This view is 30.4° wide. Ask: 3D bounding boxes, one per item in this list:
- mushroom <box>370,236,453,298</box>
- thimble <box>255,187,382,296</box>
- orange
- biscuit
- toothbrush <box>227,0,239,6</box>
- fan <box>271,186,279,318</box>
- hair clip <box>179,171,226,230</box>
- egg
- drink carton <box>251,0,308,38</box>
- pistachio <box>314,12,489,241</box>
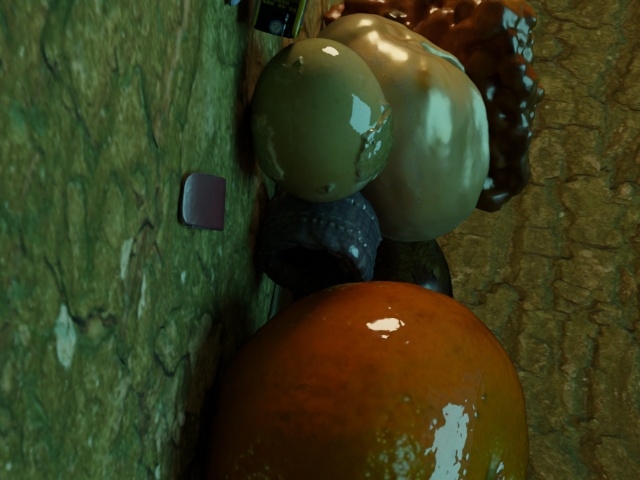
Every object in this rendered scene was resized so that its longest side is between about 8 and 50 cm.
[{"bbox_3d":[0.074,0.115,1.707,0.239,0.345,0.345,34,54,-29],"label":"mushroom"},{"bbox_3d":[-0.001,-0.001,1.432,0.150,0.150,0.097,82,19,-56],"label":"thimble"},{"bbox_3d":[0.052,0.253,1.344,0.424,0.326,0.423,-14,106,-61],"label":"orange"},{"bbox_3d":[0.149,-0.206,1.638,0.110,0.312,0.318,-54,149,-48],"label":"biscuit"},{"bbox_3d":[-0.066,-0.283,1.239,0.193,0.013,0.019,-65,166,-58],"label":"toothbrush"},{"bbox_3d":[-0.042,0.002,1.578,0.233,0.012,0.414,61,37,-71],"label":"fan"},{"bbox_3d":[-0.109,-0.037,1.164,0.137,0.022,0.054,10,85,-80],"label":"hair clip"},{"bbox_3d":[0.001,-0.132,1.310,0.201,0.164,0.164,79,20,-44],"label":"egg"},{"bbox_3d":[-0.027,-0.296,1.224,0.071,0.056,0.165,-67,174,-78],"label":"drink carton"},{"bbox_3d":[0.092,-0.144,1.503,0.229,0.238,0.321,-99,162,-55],"label":"pistachio"}]
